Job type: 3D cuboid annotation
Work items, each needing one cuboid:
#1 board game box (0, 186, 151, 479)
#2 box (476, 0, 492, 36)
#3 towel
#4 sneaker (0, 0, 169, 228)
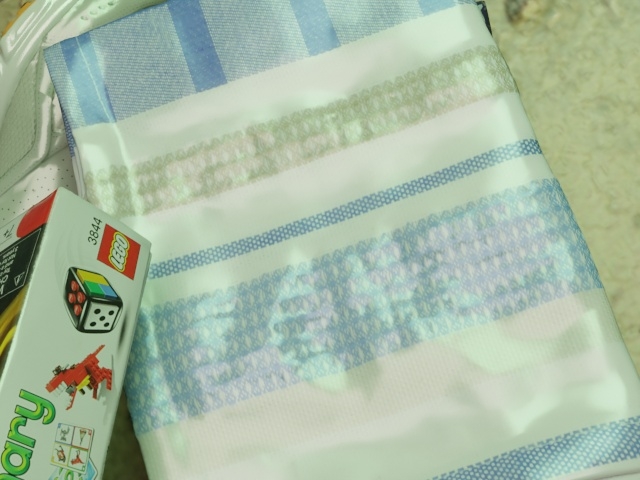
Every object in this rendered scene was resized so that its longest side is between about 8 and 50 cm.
[{"bbox_3d":[-0.199,0.121,0.411,0.305,0.053,0.193,-27,42,34],"label":"board game box"},{"bbox_3d":[0.013,0.035,0.482,0.184,0.103,0.261,-10,72,10],"label":"box"},{"bbox_3d":[0.000,0.000,0.424,0.209,0.034,0.285,-19,70,4],"label":"towel"},{"bbox_3d":[-0.142,-0.023,0.540,0.121,0.099,0.262,33,89,10],"label":"sneaker"}]
